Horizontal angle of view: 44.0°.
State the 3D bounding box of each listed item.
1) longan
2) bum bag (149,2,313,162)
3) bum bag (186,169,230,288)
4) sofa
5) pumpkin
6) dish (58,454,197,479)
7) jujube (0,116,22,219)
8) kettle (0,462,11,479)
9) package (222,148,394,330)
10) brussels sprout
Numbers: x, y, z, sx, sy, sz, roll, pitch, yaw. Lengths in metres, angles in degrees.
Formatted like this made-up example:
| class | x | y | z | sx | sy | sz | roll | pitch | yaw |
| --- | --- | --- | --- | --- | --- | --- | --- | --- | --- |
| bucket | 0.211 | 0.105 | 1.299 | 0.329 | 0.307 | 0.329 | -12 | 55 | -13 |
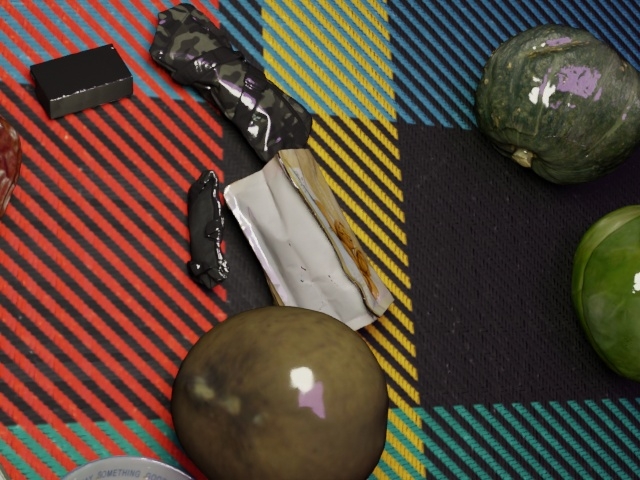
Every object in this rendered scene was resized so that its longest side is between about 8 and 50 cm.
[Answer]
| class | x | y | z | sx | sy | sz | roll | pitch | yaw |
| --- | --- | --- | --- | --- | --- | --- | --- | --- | --- |
| longan | -0.056 | 0.242 | 1.162 | 0.319 | 0.319 | 0.319 | 6 | 74 | -21 |
| bum bag | -0.156 | -0.272 | 1.372 | 0.340 | 0.095 | 0.144 | 43 | 49 | -8 |
| bum bag | -0.191 | -0.019 | 1.292 | 0.049 | 0.087 | 0.197 | 4 | 75 | -40 |
| sofa | -0.390 | -0.259 | 1.300 | 0.147 | 0.060 | 0.085 | -25 | 69 | -26 |
| pumpkin | 0.451 | -0.253 | 1.509 | 0.328 | 0.291 | 0.257 | 30 | 87 | -1 |
| dish | -0.270 | 0.451 | 1.110 | 0.273 | 0.134 | 0.273 | 18 | 32 | -12 |
| jujube | -0.534 | -0.082 | 1.123 | 0.183 | 0.183 | 0.243 | 30 | 68 | -12 |
| kettle | -0.533 | 0.378 | 0.970 | 0.318 | 0.205 | 0.265 | -29 | 65 | -25 |
| package | -0.029 | 0.016 | 1.334 | 0.165 | 0.221 | 0.311 | -29 | 90 | 14 |
| brussels sprout | 0.643 | 0.080 | 1.499 | 0.371 | 0.276 | 0.314 | -27 | 91 | -26 |
